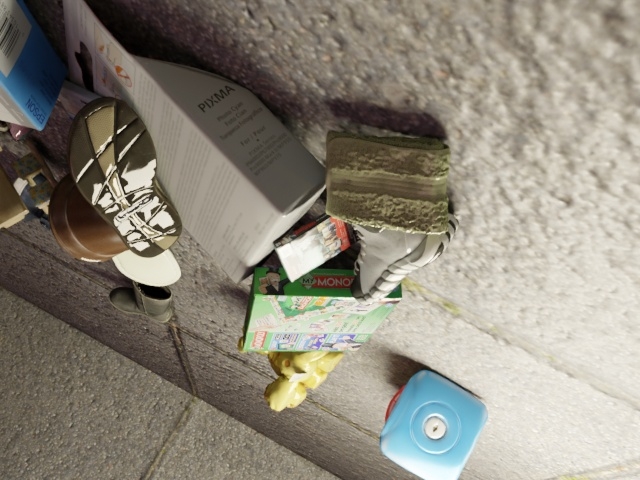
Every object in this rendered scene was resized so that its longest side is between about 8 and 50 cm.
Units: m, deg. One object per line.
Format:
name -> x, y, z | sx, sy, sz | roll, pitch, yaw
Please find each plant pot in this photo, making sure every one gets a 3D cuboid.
plant pot -> -0.336, -0.049, 1.138 | 0.165, 0.167, 0.167 | -5, 139, 40

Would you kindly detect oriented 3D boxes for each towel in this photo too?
towel -> 0.069, -0.061, 0.736 | 0.148, 0.027, 0.110 | 10, 117, 29

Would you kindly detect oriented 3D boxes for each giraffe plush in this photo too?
giraffe plush -> -0.079, 0.224, 1.378 | 0.170, 0.181, 0.210 | 45, 172, 22

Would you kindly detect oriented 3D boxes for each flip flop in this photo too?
flip flop -> -0.265, -0.081, 0.923 | 0.080, 0.112, 0.277 | 50, 166, 33

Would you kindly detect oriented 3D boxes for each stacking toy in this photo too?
stacking toy -> 0.192, 0.357, 1.349 | 0.166, 0.175, 0.302 | 31, 169, 1

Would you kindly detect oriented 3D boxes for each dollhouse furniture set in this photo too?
dollhouse furniture set -> -0.625, -0.132, 1.237 | 0.242, 0.212, 0.161 | 52, 164, 21

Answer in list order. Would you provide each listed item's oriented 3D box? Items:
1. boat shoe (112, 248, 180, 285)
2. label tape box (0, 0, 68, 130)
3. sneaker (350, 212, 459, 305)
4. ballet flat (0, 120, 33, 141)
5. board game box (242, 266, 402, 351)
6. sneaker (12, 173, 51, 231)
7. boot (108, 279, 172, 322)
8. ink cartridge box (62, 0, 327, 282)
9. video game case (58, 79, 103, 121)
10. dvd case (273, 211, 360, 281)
boat shoe -> -0.381, -0.016, 1.318 | 0.109, 0.091, 0.305 | -30, 136, 12
label tape box -> -0.537, -0.276, 0.853 | 0.348, 0.115, 0.249 | 12, 162, 4
sneaker -> 0.065, -0.007, 0.859 | 0.132, 0.086, 0.228 | 38, 145, -4
ballet flat -> -0.575, -0.243, 1.117 | 0.221, 0.079, 0.077 | 37, 156, -12
board game box -> -0.012, 0.121, 1.098 | 0.214, 0.046, 0.317 | 3, 157, -9
sneaker -> -0.592, -0.054, 1.487 | 0.163, 0.086, 0.226 | 38, 154, -10
boot -> -0.461, 0.141, 1.724 | 0.190, 0.076, 0.208 | 15, 162, -1
ink cartridge box -> -0.183, -0.141, 0.911 | 0.385, 0.091, 0.308 | 48, 156, 2
video game case -> -0.326, -0.161, 0.993 | 0.157, 0.019, 0.143 | 28, 148, 42
dvd case -> 0.000, 0.000, 0.897 | 0.013, 0.119, 0.087 | 51, 169, 33
